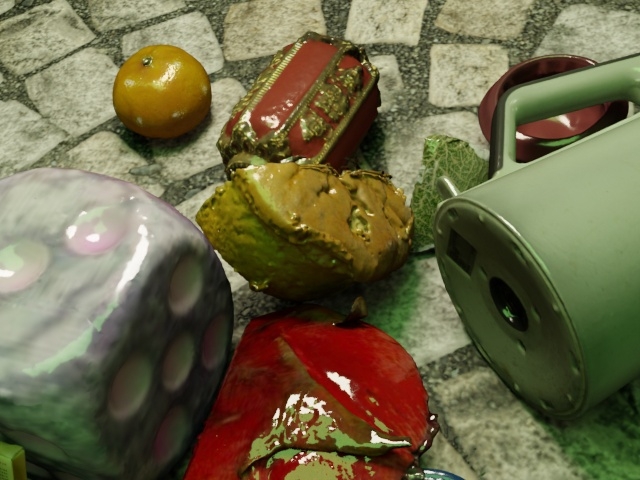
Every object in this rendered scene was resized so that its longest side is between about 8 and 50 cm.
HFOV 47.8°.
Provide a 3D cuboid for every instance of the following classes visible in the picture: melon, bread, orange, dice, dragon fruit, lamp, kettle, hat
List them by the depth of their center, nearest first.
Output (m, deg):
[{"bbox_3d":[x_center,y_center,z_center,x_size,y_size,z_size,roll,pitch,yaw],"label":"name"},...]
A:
[{"bbox_3d":[-0.021,0.162,0.734,0.282,0.100,0.343,-6,35,20],"label":"dragon fruit"},{"bbox_3d":[-0.269,0.103,0.785,0.270,0.270,0.271,11,55,18],"label":"dice"},{"bbox_3d":[0.321,-0.044,0.808,0.376,0.250,0.361,-26,56,-12],"label":"kettle"},{"bbox_3d":[-0.001,-0.001,0.845,0.160,0.260,0.147,-31,68,35],"label":"bread"},{"bbox_3d":[0.159,-0.079,0.952,0.202,0.139,0.093,-38,34,-15],"label":"melon"},{"bbox_3d":[0.320,-0.171,1.001,0.205,0.089,0.205,-7,54,10],"label":"hat"},{"bbox_3d":[-0.026,-0.165,1.016,0.177,0.177,0.274,18,60,22],"label":"lamp"},{"bbox_3d":[-0.249,-0.234,1.129,0.156,0.124,0.156,-4,50,4],"label":"orange"}]

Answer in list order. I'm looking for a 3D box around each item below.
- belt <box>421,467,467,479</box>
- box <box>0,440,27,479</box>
[{"bbox_3d":[0.067,0.377,0.614,0.212,0.117,0.347,8,55,15],"label":"belt"},{"bbox_3d":[-0.310,0.251,0.685,0.073,0.149,0.020,12,23,18],"label":"box"}]
